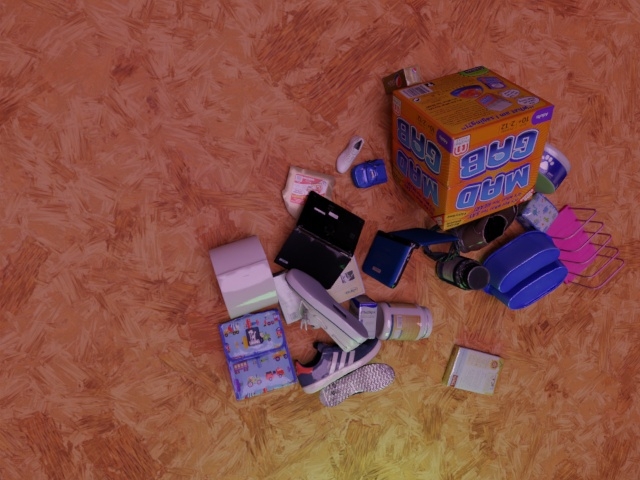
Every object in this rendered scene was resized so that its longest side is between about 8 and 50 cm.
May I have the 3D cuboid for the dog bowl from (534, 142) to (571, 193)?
[{"bbox_3d":[0.798,-0.290,1.796,0.264,0.265,0.104,34,91,-17],"label":"dog bowl"}]

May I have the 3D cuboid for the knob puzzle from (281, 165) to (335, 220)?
[{"bbox_3d":[-0.050,-0.155,1.707,0.213,0.030,0.213,-2,98,-16],"label":"knob puzzle"}]

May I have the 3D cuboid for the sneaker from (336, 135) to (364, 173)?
[{"bbox_3d":[0.107,-0.313,1.712,0.053,0.061,0.152,29,91,-19],"label":"sneaker"}]

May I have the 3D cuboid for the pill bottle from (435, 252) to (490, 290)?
[{"bbox_3d":[0.545,0.123,1.809,0.122,0.219,0.123,-2,98,-15],"label":"pill bottle"}]

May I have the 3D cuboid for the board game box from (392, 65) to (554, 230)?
[{"bbox_3d":[0.483,-0.319,1.593,0.356,0.356,0.356,-19,133,-12],"label":"board game box"}]

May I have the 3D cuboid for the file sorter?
[{"bbox_3d":[1.087,0.030,1.963,0.202,0.182,0.291,-41,106,-7],"label":"file sorter"}]

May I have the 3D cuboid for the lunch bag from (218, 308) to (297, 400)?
[{"bbox_3d":[-0.231,0.390,1.703,0.220,0.138,0.293,-14,89,-12],"label":"lunch bag"}]

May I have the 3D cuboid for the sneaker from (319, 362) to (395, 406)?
[{"bbox_3d":[0.138,0.528,1.793,0.293,0.146,0.102,-21,86,6],"label":"sneaker"}]

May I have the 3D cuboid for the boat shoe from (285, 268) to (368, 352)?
[{"bbox_3d":[-0.012,0.265,1.668,0.367,0.136,0.156,42,108,-11],"label":"boat shoe"}]

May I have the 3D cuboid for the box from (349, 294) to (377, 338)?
[{"bbox_3d":[0.157,0.285,1.777,0.072,0.126,0.137,2,97,-14],"label":"box"}]

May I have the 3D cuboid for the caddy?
[{"bbox_3d":[0.809,0.113,1.901,0.341,0.179,0.241,-34,121,6],"label":"caddy"}]

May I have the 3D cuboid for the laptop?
[{"bbox_3d":[0.000,0.000,1.699,0.234,0.136,0.264,29,60,-13],"label":"laptop"}]

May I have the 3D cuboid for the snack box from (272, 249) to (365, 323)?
[{"bbox_3d":[-0.009,0.161,1.748,0.321,0.060,0.187,-20,103,-12],"label":"snack box"}]

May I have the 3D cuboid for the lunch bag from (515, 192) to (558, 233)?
[{"bbox_3d":[0.889,-0.106,1.935,0.151,0.096,0.129,36,87,-7],"label":"lunch bag"}]

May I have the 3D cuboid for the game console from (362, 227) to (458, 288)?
[{"bbox_3d":[0.311,0.053,1.698,0.173,0.293,0.250,24,92,-17],"label":"game console"}]

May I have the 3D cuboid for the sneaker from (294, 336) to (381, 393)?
[{"bbox_3d":[0.062,0.426,1.776,0.350,0.131,0.148,-27,88,-17],"label":"sneaker"}]

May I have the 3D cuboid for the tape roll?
[{"bbox_3d":[-0.257,0.120,1.580,0.169,0.246,0.246,-18,102,-13],"label":"tape roll"}]

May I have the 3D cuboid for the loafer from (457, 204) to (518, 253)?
[{"bbox_3d":[0.675,-0.058,1.823,0.366,0.130,0.134,-37,107,-32],"label":"loafer"}]

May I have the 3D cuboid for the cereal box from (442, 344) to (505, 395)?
[{"bbox_3d":[0.647,0.547,1.987,0.240,0.047,0.173,18,93,-16],"label":"cereal box"}]

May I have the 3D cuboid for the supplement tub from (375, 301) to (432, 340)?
[{"bbox_3d":[0.312,0.312,1.812,0.199,0.144,0.144,5,97,-15],"label":"supplement tub"}]

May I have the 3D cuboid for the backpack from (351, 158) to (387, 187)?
[{"bbox_3d":[0.177,-0.244,1.721,0.120,0.101,0.098,-15,95,-9],"label":"backpack"}]

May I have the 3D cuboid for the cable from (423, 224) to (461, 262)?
[{"bbox_3d":[0.463,0.012,1.800,0.047,0.184,0.151,-15,72,-37],"label":"cable"}]

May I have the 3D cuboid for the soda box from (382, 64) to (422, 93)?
[{"bbox_3d":[0.284,-0.564,1.660,0.058,0.181,0.061,-19,102,-12],"label":"soda box"}]
